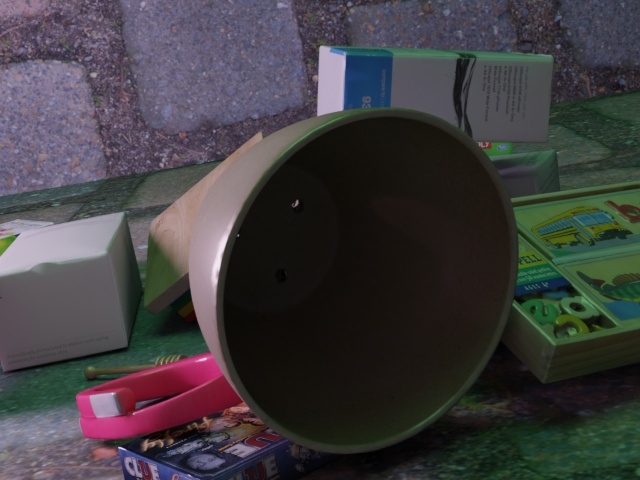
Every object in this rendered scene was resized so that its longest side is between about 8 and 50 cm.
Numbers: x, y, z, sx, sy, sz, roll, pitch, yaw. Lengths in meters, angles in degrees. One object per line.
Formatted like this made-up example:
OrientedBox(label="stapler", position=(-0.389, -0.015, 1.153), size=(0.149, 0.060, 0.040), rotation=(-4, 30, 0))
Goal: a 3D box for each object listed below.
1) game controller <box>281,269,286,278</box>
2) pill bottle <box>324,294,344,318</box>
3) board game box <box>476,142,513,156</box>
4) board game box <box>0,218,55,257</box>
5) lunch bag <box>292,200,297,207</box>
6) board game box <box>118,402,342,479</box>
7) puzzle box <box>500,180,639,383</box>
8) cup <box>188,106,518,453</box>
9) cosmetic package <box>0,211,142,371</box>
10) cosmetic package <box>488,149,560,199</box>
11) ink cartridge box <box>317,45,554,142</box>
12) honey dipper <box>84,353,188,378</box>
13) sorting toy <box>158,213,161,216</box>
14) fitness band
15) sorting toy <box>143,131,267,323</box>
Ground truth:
OrientedBox(label="game controller", position=(-0.138, 0.035, 1.981), size=(0.166, 0.067, 0.319), rotation=(-18, 15, -34))
OrientedBox(label="pill bottle", position=(0.116, 0.078, 1.384), size=(0.272, 0.152, 0.152), rotation=(-17, 14, -29))
OrientedBox(label="board game box", position=(0.233, -0.123, 2.106), size=(0.214, 0.046, 0.317), rotation=(-3, -14, 3))
OrientedBox(label="board game box", position=(-0.611, 0.066, 2.024), size=(0.275, 0.142, 0.144), rotation=(-19, 16, -39))
OrientedBox(label="lunch bag", position=(0.102, -0.028, 1.666), size=(0.303, 0.243, 0.115), rotation=(-2, 14, 29))
OrientedBox(label="board game box", position=(-0.063, 0.206, 1.194), size=(0.243, 0.042, 0.165), rotation=(-19, 16, -38))
OrientedBox(label="puzzle box", position=(0.343, 0.028, 1.316), size=(0.409, 0.052, 0.272), rotation=(-9, 35, -27))
OrientedBox(label="cup", position=(-0.003, 0.020, 1.159), size=(0.331, 0.331, 0.237), rotation=(-16, 19, -27))
OrientedBox(label="cosmetic package", position=(-0.401, 0.069, 1.820), size=(0.197, 0.155, 0.365), rotation=(-11, 13, -2))
OrientedBox(label="cosmetic package", position=(0.188, -0.040, 1.858), size=(0.385, 0.156, 0.217), rotation=(-6, 14, 20))
OrientedBox(label="ink cartridge box", position=(0.163, -0.219, 1.700), size=(0.307, 0.129, 0.223), rotation=(0, 11, -9))
OrientedBox(label="honey dipper", position=(-0.250, 0.173, 1.533), size=(0.161, 0.030, 0.030), rotation=(-8, 12, 27))
OrientedBox(label="sorting toy", position=(-0.168, -0.015, 2.029), size=(0.132, 0.046, 0.274), rotation=(-1, 5, -40))
OrientedBox(label="fitness band", position=(-0.161, 0.170, 1.304), size=(0.209, 0.054, 0.291), rotation=(-16, 0, -30))
OrientedBox(label="sorting toy", position=(-0.152, -0.013, 1.797), size=(0.255, 0.089, 0.257), rotation=(-38, 27, 16))
